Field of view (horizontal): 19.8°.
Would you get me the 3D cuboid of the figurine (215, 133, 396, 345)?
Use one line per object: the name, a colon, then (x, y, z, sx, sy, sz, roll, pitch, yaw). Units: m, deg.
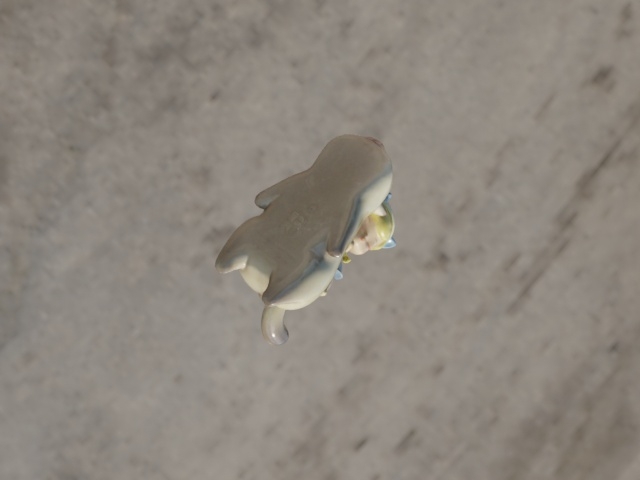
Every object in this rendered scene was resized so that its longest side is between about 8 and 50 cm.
figurine: (0.000, 0.000, 0.726, 0.083, 0.047, 0.050, -44, 151, -10)
